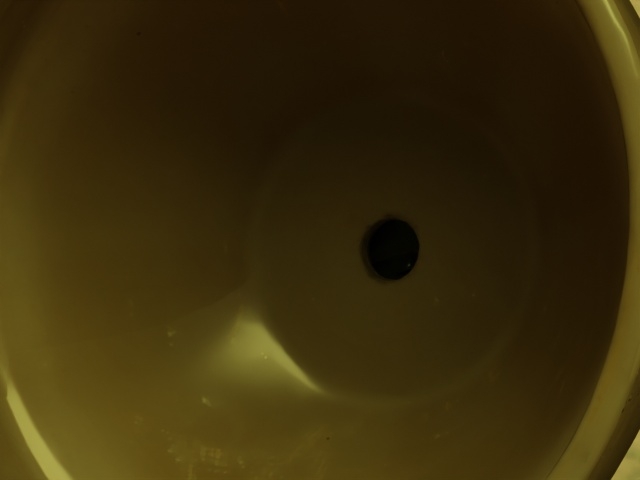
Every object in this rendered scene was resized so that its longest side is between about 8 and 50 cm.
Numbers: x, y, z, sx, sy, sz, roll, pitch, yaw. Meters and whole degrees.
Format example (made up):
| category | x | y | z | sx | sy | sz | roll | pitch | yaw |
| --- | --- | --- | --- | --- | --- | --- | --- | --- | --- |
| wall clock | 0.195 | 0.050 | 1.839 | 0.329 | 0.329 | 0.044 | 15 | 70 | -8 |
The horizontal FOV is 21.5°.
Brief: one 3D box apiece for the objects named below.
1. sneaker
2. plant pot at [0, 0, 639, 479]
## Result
| category | x | y | z | sx | sy | sz | roll | pitch | yaw |
| --- | --- | --- | --- | --- | --- | --- | --- | --- | --- |
| sneaker | -0.002 | -0.029 | 0.625 | 0.086 | 0.085 | 0.237 | 5 | 34 | -53 |
| plant pot | 0.000 | 0.000 | 0.505 | 0.237 | 0.237 | 0.110 | 24 | 7 | 25 |
